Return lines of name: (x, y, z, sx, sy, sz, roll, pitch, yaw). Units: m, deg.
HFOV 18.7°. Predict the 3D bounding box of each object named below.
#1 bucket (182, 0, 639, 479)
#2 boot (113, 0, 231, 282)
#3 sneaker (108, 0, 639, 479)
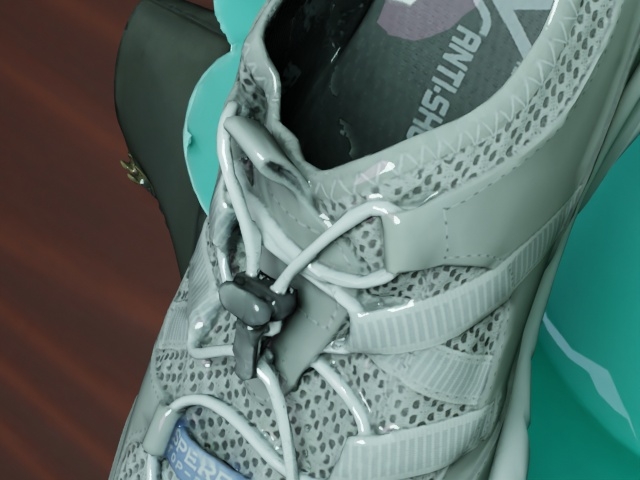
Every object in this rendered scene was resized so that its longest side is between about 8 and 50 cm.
bucket: (0.118, -0.035, 0.555, 0.281, 0.183, 0.281, -5, 80, 30)
boot: (-0.036, 0.008, 0.719, 0.137, 0.076, 0.198, 23, 102, 49)
sneaker: (0.000, 0.000, 0.445, 0.105, 0.115, 0.281, 26, 98, 30)
